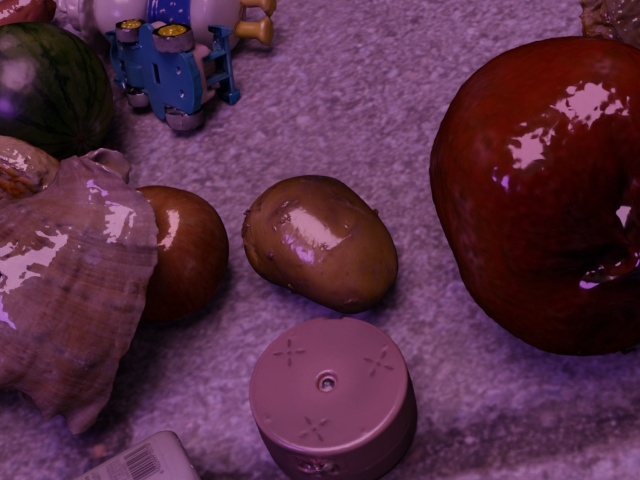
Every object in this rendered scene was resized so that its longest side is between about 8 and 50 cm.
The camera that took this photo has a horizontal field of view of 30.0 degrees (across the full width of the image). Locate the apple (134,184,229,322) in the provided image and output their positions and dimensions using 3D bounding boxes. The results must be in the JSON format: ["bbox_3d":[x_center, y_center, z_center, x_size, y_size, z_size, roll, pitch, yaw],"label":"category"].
[{"bbox_3d":[-0.167,0.011,1.247,0.146,0.131,0.146,-5,55,7],"label":"apple"}]

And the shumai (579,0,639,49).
[{"bbox_3d":[0.350,-0.252,1.340,0.145,0.145,0.116,-49,17,-23],"label":"shumai"}]

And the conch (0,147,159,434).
[{"bbox_3d":[-0.294,0.059,1.163,0.263,0.324,0.186,48,35,14],"label":"conch"}]

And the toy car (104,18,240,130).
[{"bbox_3d":[-0.180,-0.215,1.458,0.098,0.126,0.161,-28,36,-35],"label":"toy car"}]

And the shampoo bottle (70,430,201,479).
[{"bbox_3d":[-0.216,0.260,1.102,0.221,0.051,0.108,-29,36,-9],"label":"shampoo bottle"}]

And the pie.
[{"bbox_3d":[-0.332,-0.051,1.308,0.205,0.179,0.084,1,46,35],"label":"pie"}]

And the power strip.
[{"bbox_3d":[0.013,0.153,1.114,0.154,0.078,0.154,-6,52,8],"label":"power strip"}]

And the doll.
[{"bbox_3d":[-0.200,-0.292,1.521,0.293,0.119,0.138,5,86,14],"label":"doll"}]

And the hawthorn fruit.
[{"bbox_3d":[0.232,-0.056,1.091,0.295,0.295,0.311,-18,53,1],"label":"hawthorn fruit"}]

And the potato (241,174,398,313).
[{"bbox_3d":[0.000,0.000,1.214,0.176,0.137,0.137,22,60,28],"label":"potato"}]

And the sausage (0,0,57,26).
[{"bbox_3d":[-0.484,-0.243,1.581,0.304,0.078,0.078,-34,51,-12],"label":"sausage"}]

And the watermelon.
[{"bbox_3d":[-0.346,-0.168,1.406,0.214,0.188,0.188,35,67,32],"label":"watermelon"}]
